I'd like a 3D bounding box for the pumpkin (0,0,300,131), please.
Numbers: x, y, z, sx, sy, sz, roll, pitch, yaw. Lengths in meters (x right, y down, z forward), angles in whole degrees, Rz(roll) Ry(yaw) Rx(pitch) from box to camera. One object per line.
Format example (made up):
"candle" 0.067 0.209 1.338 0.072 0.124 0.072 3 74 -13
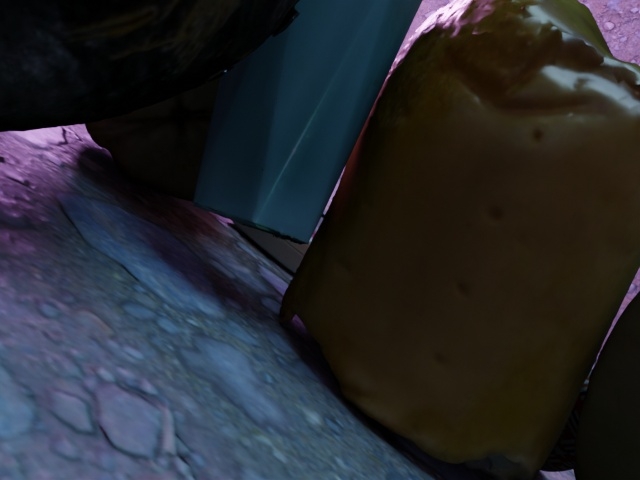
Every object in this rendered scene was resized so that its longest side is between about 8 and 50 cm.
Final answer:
"pumpkin" -0.192 -0.261 0.423 0.454 0.455 0.343 42 -25 36

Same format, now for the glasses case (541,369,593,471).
"glasses case" 0.224 0.178 0.667 0.073 0.049 0.194 63 -15 20

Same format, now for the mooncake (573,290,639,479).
"mooncake" 0.411 0.168 0.525 0.246 0.394 0.393 -127 -159 -54

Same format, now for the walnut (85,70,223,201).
"walnut" -0.113 -0.151 0.748 0.283 0.227 0.283 -1 20 0

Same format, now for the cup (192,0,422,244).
"cup" -0.022 -0.121 0.589 0.134 0.235 0.148 20 0 24

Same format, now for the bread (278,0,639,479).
"bread" 0.133 -0.035 0.659 0.250 0.394 0.361 21 12 2

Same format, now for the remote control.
"remote control" -0.001 0.001 0.959 0.145 0.050 0.344 39 9 16
